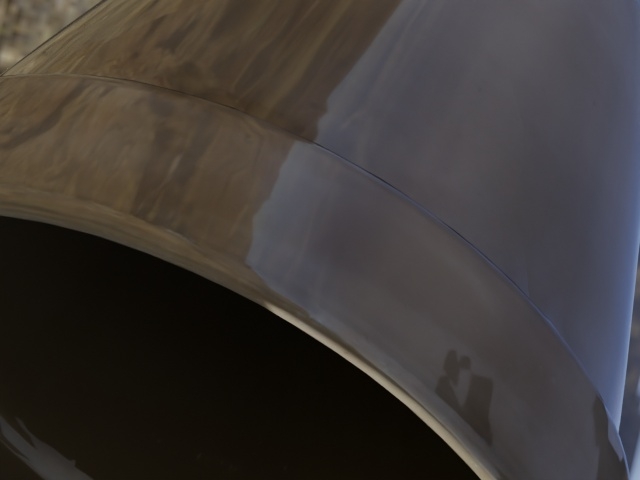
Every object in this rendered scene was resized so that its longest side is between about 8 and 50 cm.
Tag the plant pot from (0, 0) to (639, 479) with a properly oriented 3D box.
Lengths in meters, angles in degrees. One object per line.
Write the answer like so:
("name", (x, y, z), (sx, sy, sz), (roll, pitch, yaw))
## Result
("plant pot", (0.000, 0.000, 0.789), (0.323, 0.323, 0.280), (101, 16, -53))
